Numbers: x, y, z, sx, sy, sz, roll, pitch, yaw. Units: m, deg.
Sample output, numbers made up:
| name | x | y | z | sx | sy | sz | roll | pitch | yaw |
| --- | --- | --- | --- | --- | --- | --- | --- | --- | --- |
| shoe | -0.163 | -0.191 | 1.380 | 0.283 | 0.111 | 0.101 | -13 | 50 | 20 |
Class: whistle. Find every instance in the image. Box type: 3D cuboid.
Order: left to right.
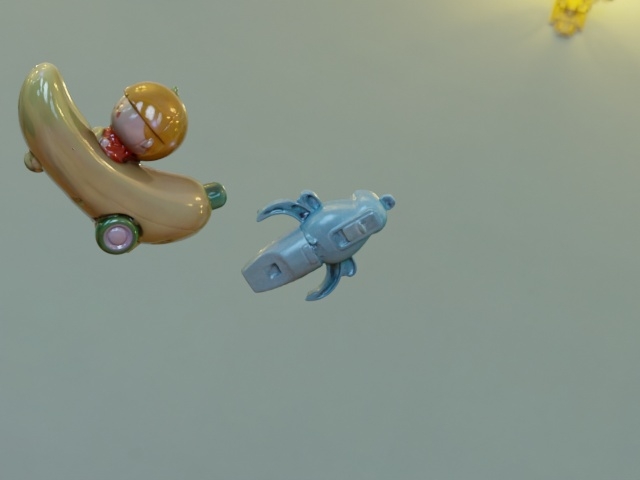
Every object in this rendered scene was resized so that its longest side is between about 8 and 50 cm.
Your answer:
| name | x | y | z | sx | sy | sz | roll | pitch | yaw |
| --- | --- | --- | --- | --- | --- | --- | --- | --- | --- |
| whistle | 0.000 | 0.000 | 1.442 | 0.186 | 0.274 | 0.093 | 60 | 3 | -21 |

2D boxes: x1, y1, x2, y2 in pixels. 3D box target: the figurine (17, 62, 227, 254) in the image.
| name | x | y | z | sx | sy | sz | roll | pitch | yaw |
| --- | --- | --- | --- | --- | --- | --- | --- | --- | --- |
| figurine | -0.269 | -0.122 | 1.224 | 0.324 | 0.222 | 0.124 | 51 | 2 | -32 |
